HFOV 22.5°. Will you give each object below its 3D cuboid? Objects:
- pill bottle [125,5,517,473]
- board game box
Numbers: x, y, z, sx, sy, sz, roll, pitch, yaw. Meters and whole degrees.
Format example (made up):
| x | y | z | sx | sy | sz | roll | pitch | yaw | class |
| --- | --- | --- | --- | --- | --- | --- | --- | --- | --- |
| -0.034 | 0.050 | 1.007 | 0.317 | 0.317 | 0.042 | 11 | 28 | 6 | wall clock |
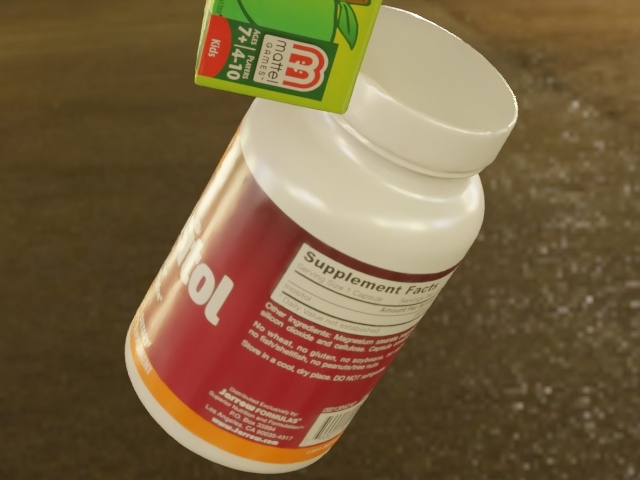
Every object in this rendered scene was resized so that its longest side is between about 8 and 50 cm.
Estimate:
| x | y | z | sx | sy | sz | roll | pitch | yaw | class |
| --- | --- | --- | --- | --- | --- | --- | --- | --- | --- |
| 0.000 | 0.000 | 0.538 | 0.086 | 0.152 | 0.086 | 22 | 33 | -15 | pill bottle |
| 0.010 | -0.131 | 0.396 | 0.043 | 0.181 | 0.092 | 11 | 44 | -7 | board game box |
